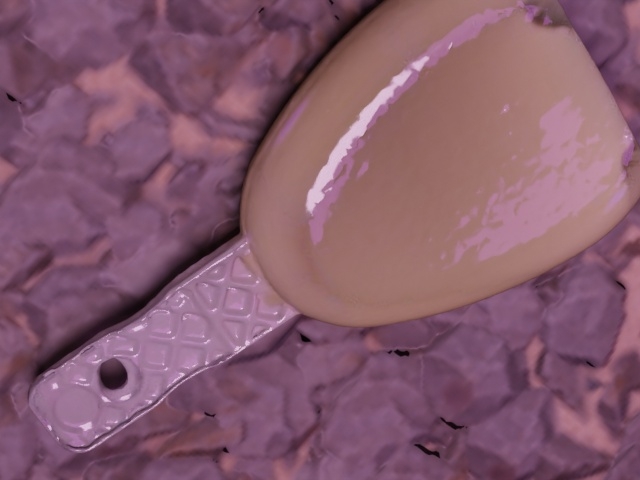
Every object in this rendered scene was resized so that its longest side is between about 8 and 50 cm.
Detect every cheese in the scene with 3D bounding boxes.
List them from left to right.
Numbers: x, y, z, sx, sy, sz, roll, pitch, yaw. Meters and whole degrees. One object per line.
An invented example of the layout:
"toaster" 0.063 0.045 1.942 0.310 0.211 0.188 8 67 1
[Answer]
"cheese" 0.000 0.000 0.662 0.251 0.054 0.127 -35 113 -1
